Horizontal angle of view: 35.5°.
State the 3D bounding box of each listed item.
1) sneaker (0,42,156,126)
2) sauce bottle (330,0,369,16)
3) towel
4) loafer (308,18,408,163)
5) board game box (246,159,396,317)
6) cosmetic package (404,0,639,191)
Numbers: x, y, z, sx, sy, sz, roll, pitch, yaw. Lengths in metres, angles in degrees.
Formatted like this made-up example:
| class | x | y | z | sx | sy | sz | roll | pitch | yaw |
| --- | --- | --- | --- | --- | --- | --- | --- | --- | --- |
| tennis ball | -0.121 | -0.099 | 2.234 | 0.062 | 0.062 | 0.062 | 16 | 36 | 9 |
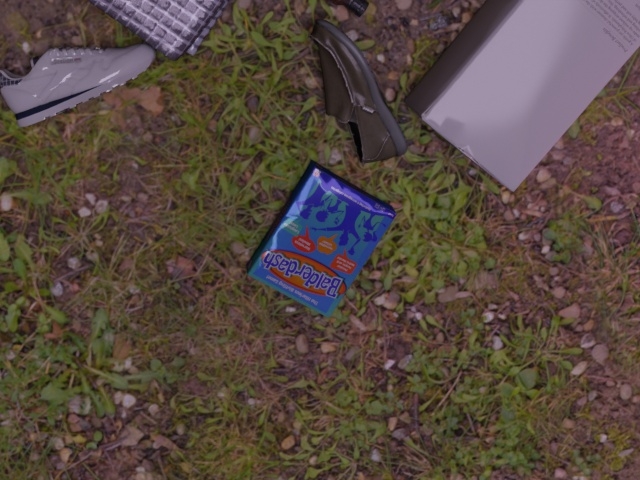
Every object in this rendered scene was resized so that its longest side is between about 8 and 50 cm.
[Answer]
| class | x | y | z | sx | sy | sz | roll | pitch | yaw |
| --- | --- | --- | --- | --- | --- | --- | --- | --- | --- |
| sneaker | -0.358 | -0.250 | 1.474 | 0.235 | 0.090 | 0.095 | -23 | 101 | -1 |
| sauce bottle | 0.015 | -0.383 | 1.500 | 0.128 | 0.042 | 0.042 | 32 | 102 | -19 |
| towel | -0.240 | -0.417 | 1.411 | 0.284 | 0.121 | 0.235 | 35 | 102 | -17 |
| loafer | 0.045 | -0.220 | 1.530 | 0.087 | 0.094 | 0.251 | -32 | 110 | -1 |
| board game box | 0.000 | 0.000 | 1.624 | 0.160 | 0.047 | 0.210 | 28 | 104 | -16 |
| cosmetic package | 0.323 | -0.282 | 1.515 | 0.197 | 0.155 | 0.365 | 38 | 101 | -17 |
